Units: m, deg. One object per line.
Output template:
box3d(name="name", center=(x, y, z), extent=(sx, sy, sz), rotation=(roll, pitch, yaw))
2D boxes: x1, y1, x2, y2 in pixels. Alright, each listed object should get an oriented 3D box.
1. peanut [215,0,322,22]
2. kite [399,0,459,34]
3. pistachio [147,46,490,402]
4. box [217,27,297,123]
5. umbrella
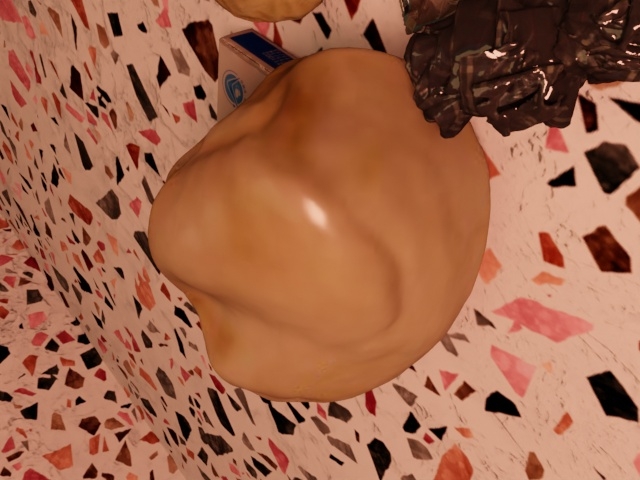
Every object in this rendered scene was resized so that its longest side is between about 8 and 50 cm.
box3d(name="peanut", center=(-0.110, -0.340, 0.838), extent=(0.290, 0.130, 0.130), rotation=(35, 138, 36))
box3d(name="kite", center=(0.144, -0.333, 0.617), extent=(0.406, 0.014, 0.368), rotation=(47, 143, 20))
box3d(name="pistachio", center=(0.000, 0.000, 0.780), extent=(0.281, 0.365, 0.445), rotation=(-91, 9, -55))
box3d(name="box", center=(-0.068, -0.100, 1.005), extent=(0.200, 0.065, 0.343), rotation=(40, 140, 29))
box3d(name="umbrella", center=(0.230, -0.159, 0.548), extent=(0.336, 0.154, 0.128), rotation=(-9, 105, 34))
